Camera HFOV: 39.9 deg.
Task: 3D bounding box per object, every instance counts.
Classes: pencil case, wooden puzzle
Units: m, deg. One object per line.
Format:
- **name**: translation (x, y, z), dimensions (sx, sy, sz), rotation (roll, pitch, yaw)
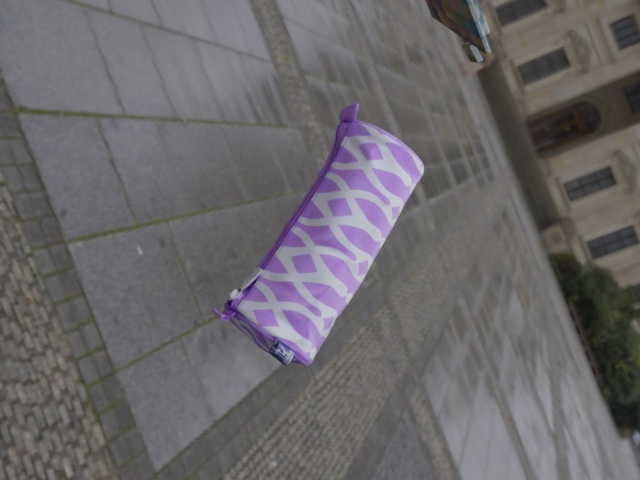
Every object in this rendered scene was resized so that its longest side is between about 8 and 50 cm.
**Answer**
- **pencil case**: translation (0.000, 0.000, 0.699), dimensions (0.088, 0.206, 0.086), rotation (38, -17, -19)
- **wooden puzzle**: translation (0.060, -0.117, 0.414), dimensions (0.049, 0.006, 0.083), rotation (51, -3, 46)
